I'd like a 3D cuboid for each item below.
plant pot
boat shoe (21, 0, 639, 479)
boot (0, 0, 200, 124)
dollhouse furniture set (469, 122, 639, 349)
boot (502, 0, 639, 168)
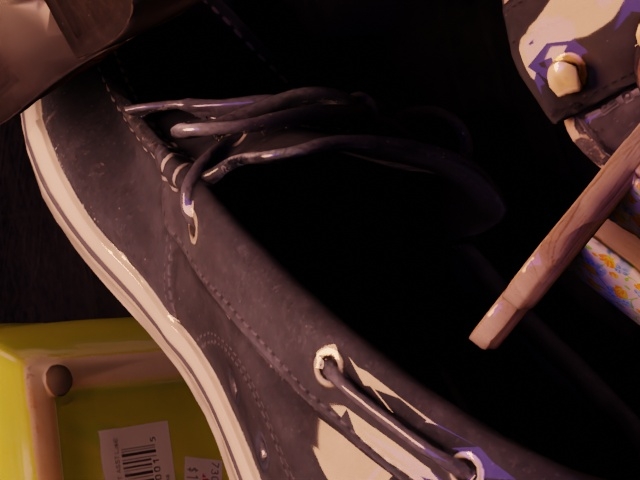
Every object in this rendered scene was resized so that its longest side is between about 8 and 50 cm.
[{"bbox_3d":[-0.159,0.152,0.993,0.207,0.227,0.228,-13,81,44],"label":"plant pot"},{"bbox_3d":[0.000,0.000,0.801,0.156,0.187,0.500,-62,40,29],"label":"boat shoe"},{"bbox_3d":[-0.050,-0.165,0.802,0.264,0.280,0.096,-20,102,56],"label":"boot"},{"bbox_3d":[0.147,0.071,0.533,0.212,0.161,0.242,38,167,6],"label":"dollhouse furniture set"},{"bbox_3d":[0.208,-0.092,0.603,0.284,0.138,0.377,-32,64,45],"label":"boot"}]
